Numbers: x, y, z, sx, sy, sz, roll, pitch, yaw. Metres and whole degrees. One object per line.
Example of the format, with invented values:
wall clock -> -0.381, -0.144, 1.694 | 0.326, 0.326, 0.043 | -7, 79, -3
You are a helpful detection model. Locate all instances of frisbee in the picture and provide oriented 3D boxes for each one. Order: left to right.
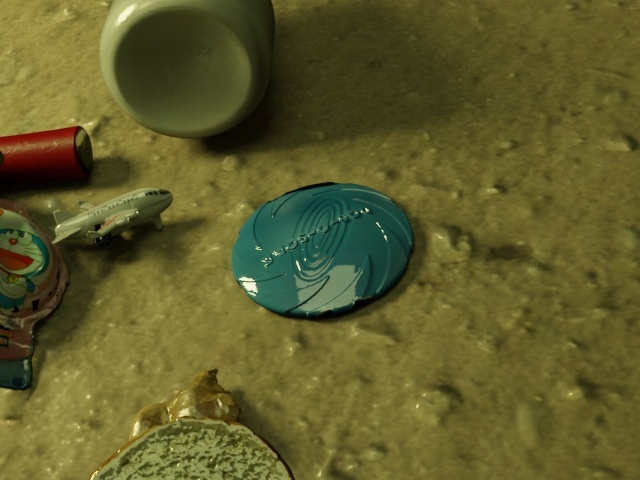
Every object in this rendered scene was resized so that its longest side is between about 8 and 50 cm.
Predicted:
frisbee -> 0.000, 0.000, 1.580 | 0.242, 0.045, 0.242 | -5, 44, 5

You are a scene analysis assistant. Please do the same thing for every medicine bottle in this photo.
medicine bottle -> -0.188, -0.320, 1.797 | 0.245, 0.245, 0.306 | -7, 36, 6

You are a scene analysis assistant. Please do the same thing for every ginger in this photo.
ginger -> -0.140, 0.235, 1.362 | 0.133, 0.059, 0.214 | -24, 44, -6

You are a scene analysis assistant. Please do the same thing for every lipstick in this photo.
lipstick -> -0.455, -0.117, 1.770 | 0.241, 0.080, 0.080 | -6, 45, 8

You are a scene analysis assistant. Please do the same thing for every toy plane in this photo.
toy plane -> -0.282, -0.031, 1.647 | 0.171, 0.065, 0.162 | -11, 19, -13

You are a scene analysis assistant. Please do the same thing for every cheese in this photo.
cheese -> -0.412, 0.062, 1.558 | 0.189, 0.074, 0.286 | 15, 50, -27

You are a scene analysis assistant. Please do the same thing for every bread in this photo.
bread -> -0.129, 0.293, 1.245 | 0.236, 0.070, 0.236 | 0, 66, 1

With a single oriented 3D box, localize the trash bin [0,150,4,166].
trash bin -> -0.579, -0.043, 1.650 | 0.243, 0.121, 0.247 | 13, 67, 24
